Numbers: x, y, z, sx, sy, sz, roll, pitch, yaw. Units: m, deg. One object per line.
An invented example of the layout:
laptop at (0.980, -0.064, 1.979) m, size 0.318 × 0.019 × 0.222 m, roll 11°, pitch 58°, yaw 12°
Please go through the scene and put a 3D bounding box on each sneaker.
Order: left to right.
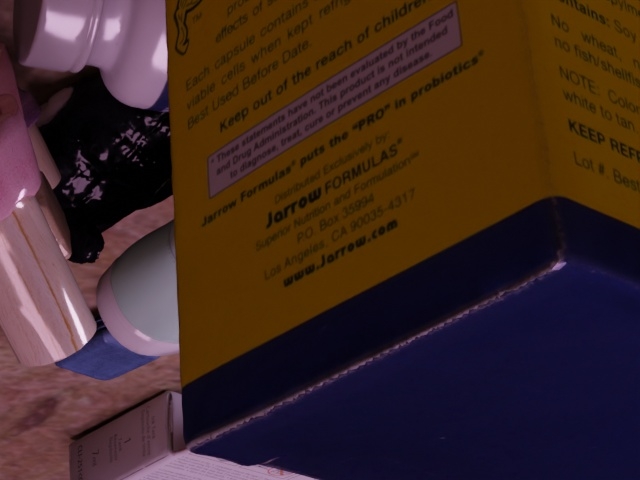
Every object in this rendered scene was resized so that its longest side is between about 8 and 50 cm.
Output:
sneaker at (0.000, 0.000, 1.146) m, size 0.256 × 0.094 × 0.151 m, roll -14°, pitch 163°, yaw -48°

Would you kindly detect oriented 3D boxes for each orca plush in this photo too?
orca plush at (-0.121, -0.029, 1.124) m, size 0.287 × 0.102 × 0.151 m, roll -20°, pitch 148°, yaw 26°

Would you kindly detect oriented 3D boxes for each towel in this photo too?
towel at (-0.140, 0.070, 1.386) m, size 0.119 × 0.029 × 0.067 m, roll -26°, pitch 146°, yaw 33°

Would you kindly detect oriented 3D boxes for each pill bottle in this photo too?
pill bottle at (-0.058, -0.119, 0.954) m, size 0.187 × 0.112 × 0.112 m, roll 6°, pitch 150°, yaw -21°

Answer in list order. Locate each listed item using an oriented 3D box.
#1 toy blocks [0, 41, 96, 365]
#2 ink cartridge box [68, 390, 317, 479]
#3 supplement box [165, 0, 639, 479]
toy blocks at (-0.293, -0.063, 0.934) m, size 0.289 × 0.309 × 0.260 m, roll -23°, pitch 115°, yaw 0°
ink cartridge box at (-0.023, 0.193, 1.598) m, size 0.296 × 0.066 × 0.261 m, roll 21°, pitch 142°, yaw -41°
supplement box at (0.066, -0.085, 0.776) m, size 0.194 × 0.356 × 0.195 m, roll 21°, pitch 143°, yaw -39°
